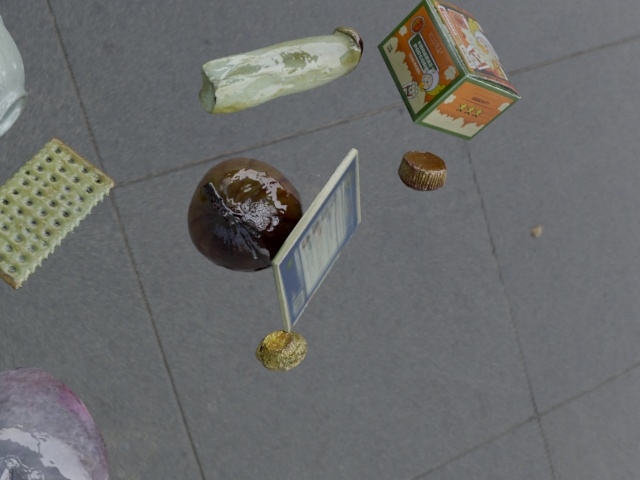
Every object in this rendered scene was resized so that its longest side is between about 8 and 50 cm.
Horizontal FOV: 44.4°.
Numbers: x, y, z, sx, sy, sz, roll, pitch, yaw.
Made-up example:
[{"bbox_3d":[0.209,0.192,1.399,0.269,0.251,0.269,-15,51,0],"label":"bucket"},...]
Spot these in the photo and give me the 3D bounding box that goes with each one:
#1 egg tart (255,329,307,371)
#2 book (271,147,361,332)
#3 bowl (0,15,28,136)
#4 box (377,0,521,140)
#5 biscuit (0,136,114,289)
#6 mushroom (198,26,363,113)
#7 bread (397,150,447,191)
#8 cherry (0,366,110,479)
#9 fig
[{"bbox_3d":[-0.095,0.254,1.850,0.130,0.130,0.052,-30,132,-22],"label":"egg tart"},{"bbox_3d":[0.000,0.000,1.549,0.018,0.228,0.322,20,55,20],"label":"book"},{"bbox_3d":[-0.682,-0.291,1.575,0.146,0.313,0.313,37,75,-10],"label":"bowl"},{"bbox_3d":[0.242,-0.318,1.463,0.177,0.148,0.195,9,52,-44],"label":"box"},{"bbox_3d":[-0.443,-0.048,1.225,0.139,0.016,0.231,37,65,4],"label":"biscuit"},{"bbox_3d":[-0.058,-0.285,1.314,0.312,0.081,0.100,-23,144,-30],"label":"mushroom"},{"bbox_3d":[0.177,-0.115,1.355,0.085,0.085,0.053,-6,128,-25],"label":"bread"},{"bbox_3d":[-0.281,0.205,0.709,0.176,0.176,0.140,-7,131,-25],"label":"cherry"},{"bbox_3d":[-0.150,-0.045,1.545,0.235,0.214,0.235,-2,111,-6],"label":"fig"}]
